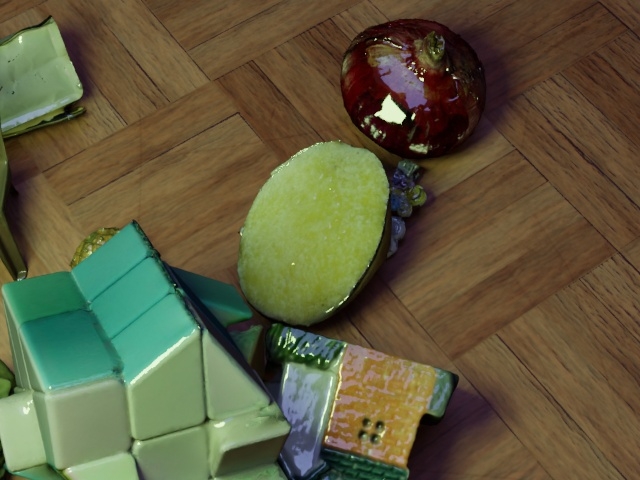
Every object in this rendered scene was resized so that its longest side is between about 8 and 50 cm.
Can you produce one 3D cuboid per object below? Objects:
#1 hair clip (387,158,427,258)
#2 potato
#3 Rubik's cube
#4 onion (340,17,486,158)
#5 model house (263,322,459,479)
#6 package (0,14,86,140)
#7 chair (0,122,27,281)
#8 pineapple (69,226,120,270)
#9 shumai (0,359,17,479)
[{"bbox_3d":[0.102,-0.054,2.031,0.116,0.049,0.172,24,68,30],"label":"hair clip"},{"bbox_3d":[0.000,0.000,1.950,0.239,0.116,0.299,14,75,24],"label":"potato"},{"bbox_3d":[-0.221,0.202,1.588,0.358,0.368,0.387,-12,32,-18],"label":"Rubik's cube"},{"bbox_3d":[0.153,-0.258,2.055,0.252,0.219,0.252,4,62,-7],"label":"onion"},{"bbox_3d":[0.021,0.284,1.756,0.271,0.190,0.300,16,75,1],"label":"model house"},{"bbox_3d":[-0.559,-0.226,2.101,0.311,0.221,0.165,-28,101,-18],"label":"package"},{"bbox_3d":[-0.545,-0.095,1.892,0.176,0.326,0.183,-4,57,0],"label":"chair"},{"bbox_3d":[-0.259,0.089,1.903,0.125,0.125,0.251,-39,71,-22],"label":"pineapple"},{"bbox_3d":[-0.515,0.251,1.742,0.189,0.218,0.255,5,61,-2],"label":"shumai"}]
